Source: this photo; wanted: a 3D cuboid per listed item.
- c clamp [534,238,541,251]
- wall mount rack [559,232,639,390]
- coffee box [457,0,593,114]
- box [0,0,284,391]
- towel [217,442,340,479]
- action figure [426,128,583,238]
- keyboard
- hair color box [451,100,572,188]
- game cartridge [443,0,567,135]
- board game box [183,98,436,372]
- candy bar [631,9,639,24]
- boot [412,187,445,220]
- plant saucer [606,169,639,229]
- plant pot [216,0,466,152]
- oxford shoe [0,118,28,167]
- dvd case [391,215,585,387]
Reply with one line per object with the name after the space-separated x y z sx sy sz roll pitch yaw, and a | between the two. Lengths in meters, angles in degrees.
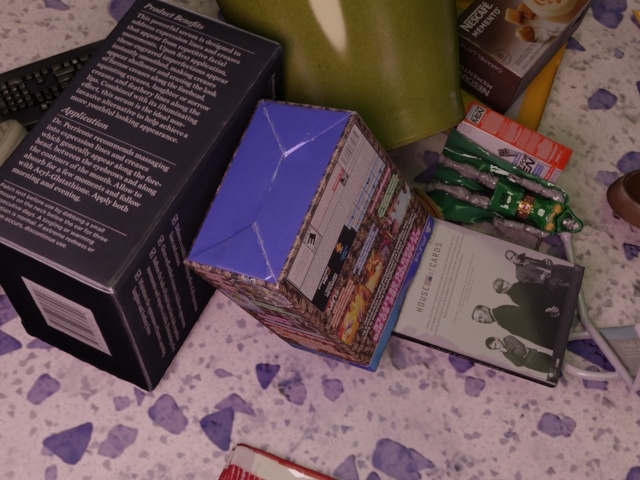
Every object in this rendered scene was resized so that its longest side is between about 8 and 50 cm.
0.284 -0.071 1.487 0.161 0.022 0.137 25 62 6 | c clamp
0.488 0.085 1.385 0.350 0.130 0.304 -3 31 -10 | wall mount rack
0.309 -0.337 1.531 0.141 0.098 0.246 37 63 12 | coffee box
-0.223 -0.061 1.249 0.212 0.293 0.395 24 62 13 | box
-0.056 0.433 1.178 0.237 0.037 0.329 21 62 2 | towel
0.276 -0.062 1.424 0.232 0.137 0.063 20 18 7 | action figure
-0.331 -0.225 1.479 0.317 0.033 0.201 -24 69 -17 | keyboard
0.281 -0.129 1.457 0.167 0.093 0.053 29 55 9 | hair color box
0.248 -0.310 1.588 0.285 0.052 0.323 21 63 3 | game cartridge
0.000 0.000 1.225 0.141 0.291 0.232 13 71 32 | board game box
0.621 -0.408 1.707 0.161 0.018 0.040 -19 67 -15 | candy bar
0.112 0.023 1.391 0.152 0.073 0.197 -16 63 -10 | boot
0.523 -0.063 1.473 0.168 0.029 0.168 3 38 -2 | plant saucer
0.044 -0.298 1.359 0.366 0.366 0.353 -22 98 -17 | plant pot
-0.481 0.028 1.284 0.130 0.169 0.449 39 46 -34 | oxford shoe
0.230 0.081 1.333 0.239 0.029 0.179 18 71 2 | dvd case
